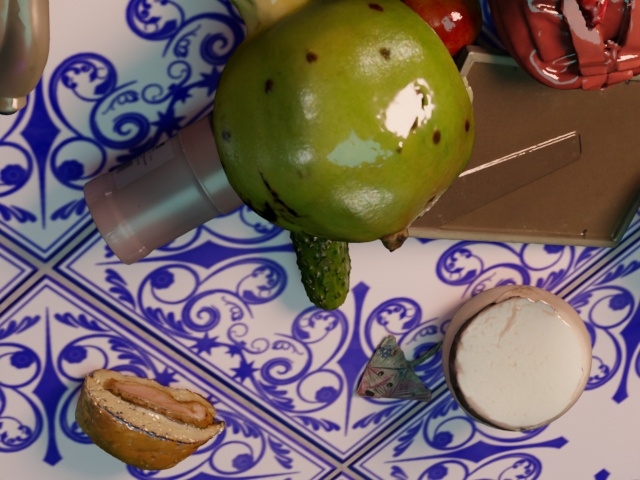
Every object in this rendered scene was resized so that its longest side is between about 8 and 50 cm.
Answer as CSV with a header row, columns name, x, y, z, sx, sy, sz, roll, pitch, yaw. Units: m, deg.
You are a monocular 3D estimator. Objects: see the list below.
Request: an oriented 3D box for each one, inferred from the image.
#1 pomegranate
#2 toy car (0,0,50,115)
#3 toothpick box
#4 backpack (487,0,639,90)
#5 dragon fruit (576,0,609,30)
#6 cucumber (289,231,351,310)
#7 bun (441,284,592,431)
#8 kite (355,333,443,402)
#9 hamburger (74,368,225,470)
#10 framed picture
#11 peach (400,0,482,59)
name,x,y,z,sx,sy,sz,roll,pitch,yaw
pomegranate,0.000,-0.145,1.681,0.260,0.260,0.340,-37,100,14
toy car,-0.330,-0.257,1.497,0.242,0.226,0.336,5,124,-20
toothpick box,-0.154,-0.051,1.793,0.149,0.098,0.098,-28,130,7
backpack,0.266,-0.249,1.721,0.229,0.139,0.229,-5,116,-10
dragon fruit,0.251,-0.250,1.584,0.063,0.131,0.097,-22,114,15
cucumber,0.000,0.000,1.903,0.069,0.069,0.227,-14,133,-5
bun,0.225,0.132,2.032,0.173,0.120,0.172,0,100,1
kite,0.109,0.151,2.088,0.153,0.005,0.137,-26,132,5
hamburger,-0.204,0.221,2.002,0.176,0.087,0.102,16,120,-29
framed picture,0.242,-0.093,1.888,0.324,0.020,0.240,2,128,-30
peach,0.120,-0.217,1.764,0.098,0.061,0.098,-12,127,-16
